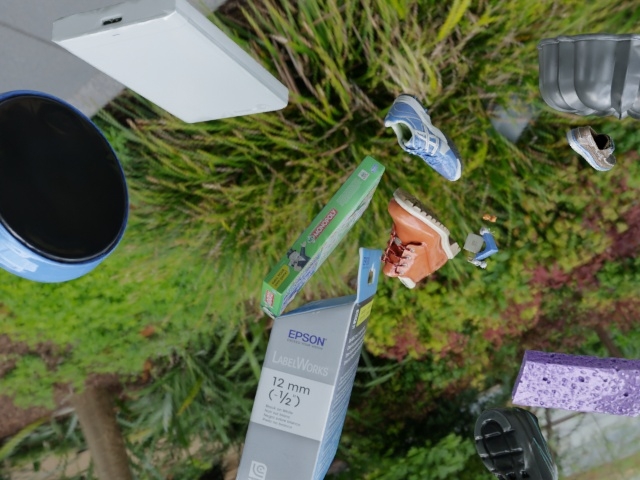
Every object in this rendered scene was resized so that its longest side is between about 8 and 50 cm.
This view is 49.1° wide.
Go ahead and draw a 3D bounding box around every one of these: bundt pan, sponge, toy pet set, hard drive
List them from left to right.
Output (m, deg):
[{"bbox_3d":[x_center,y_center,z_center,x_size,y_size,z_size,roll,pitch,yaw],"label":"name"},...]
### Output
[{"bbox_3d":[-0.207,-0.257,1.037,0.203,0.040,0.307,-4,166,24],"label":"hard drive"},{"bbox_3d":[0.378,0.005,1.579,0.114,0.065,0.122,6,104,-58],"label":"toy pet set"},{"bbox_3d":[0.435,0.238,1.164,0.210,0.031,0.117,5,131,6],"label":"sponge"},{"bbox_3d":[0.550,-0.284,1.260,0.331,0.124,0.331,6,-172,-1],"label":"bundt pan"}]

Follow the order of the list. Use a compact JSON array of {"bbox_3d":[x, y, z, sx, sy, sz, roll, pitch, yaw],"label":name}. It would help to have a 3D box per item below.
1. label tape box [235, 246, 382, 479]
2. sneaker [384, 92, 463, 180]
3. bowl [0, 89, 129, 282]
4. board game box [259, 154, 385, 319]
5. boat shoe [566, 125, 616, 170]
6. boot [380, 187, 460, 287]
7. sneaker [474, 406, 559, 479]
[{"bbox_3d":[-0.006,0.170,1.027,0.115,0.347,0.249,12,-178,10],"label":"label tape box"},{"bbox_3d":[0.209,-0.198,1.441,0.081,0.211,0.080,-48,-169,-28],"label":"sneaker"},{"bbox_3d":[-0.539,-0.114,1.384,0.077,0.391,0.391,-18,167,29],"label":"bowl"},{"bbox_3d":[0.000,0.000,1.361,0.317,0.046,0.213,-50,172,-19],"label":"board game box"},{"bbox_3d":[0.693,-0.230,1.745,0.183,0.066,0.066,21,148,-34],"label":"boat shoe"},{"bbox_3d":[0.098,0.004,0.770,0.084,0.059,0.158,-41,145,3],"label":"boot"},{"bbox_3d":[0.308,0.363,0.987,0.106,0.267,0.101,4,157,-43],"label":"sneaker"}]
